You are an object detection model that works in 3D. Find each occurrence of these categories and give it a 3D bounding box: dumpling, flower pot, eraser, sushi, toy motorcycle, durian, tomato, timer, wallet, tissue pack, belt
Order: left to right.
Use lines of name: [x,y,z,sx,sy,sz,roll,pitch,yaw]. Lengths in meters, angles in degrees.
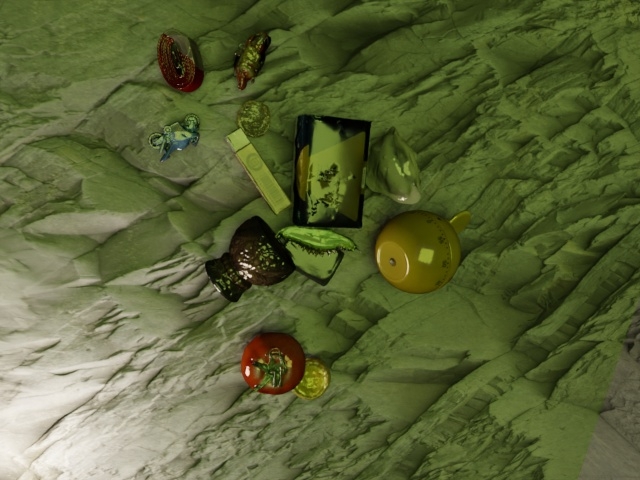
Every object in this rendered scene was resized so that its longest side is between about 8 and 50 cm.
toy motorcycle: [-0.516,-0.372,1.696,0.205,0.076,0.114,-31,114,-7]
belt: [-0.483,-0.621,1.631,0.128,0.124,0.200,-10,98,6]
sushi: [-0.263,-0.658,1.700,0.097,0.103,0.226,21,92,-45]
flower pot: [-0.271,0.083,1.759,0.267,0.266,0.266,-34,107,5]
eraser: [-0.234,-0.258,1.753,0.078,0.144,0.343,-34,108,-5]
tomato: [-0.186,0.485,1.857,0.256,0.224,0.255,0,95,-5]
wallet: [-0.039,0.062,1.917,0.245,0.052,0.168,32,90,-14]
durian: [0.001,0.004,1.840,0.375,0.107,0.132,10,89,-18]
tissue pack: [0.028,-0.254,1.769,0.264,0.253,0.416,2,101,-15]
dumpling: [0.264,-0.279,1.845,0.243,0.187,0.318,-21,82,30]
timer: [0.419,0.038,1.906,0.387,0.376,0.375,-14,105,-36]

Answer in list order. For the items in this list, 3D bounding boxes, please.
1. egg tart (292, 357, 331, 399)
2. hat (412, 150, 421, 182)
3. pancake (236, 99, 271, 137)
egg tart: [-0.049,0.581,1.994,0.191,0.074,0.191,-2,100,-14]
hat: [0.369,-0.293,1.946,0.094,0.112,0.162,2,89,-44]
pancake: [-0.252,-0.460,1.773,0.140,0.022,0.139,-3,102,-15]
